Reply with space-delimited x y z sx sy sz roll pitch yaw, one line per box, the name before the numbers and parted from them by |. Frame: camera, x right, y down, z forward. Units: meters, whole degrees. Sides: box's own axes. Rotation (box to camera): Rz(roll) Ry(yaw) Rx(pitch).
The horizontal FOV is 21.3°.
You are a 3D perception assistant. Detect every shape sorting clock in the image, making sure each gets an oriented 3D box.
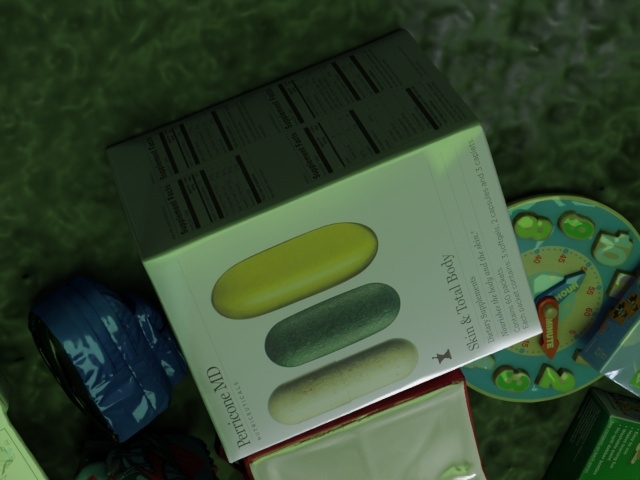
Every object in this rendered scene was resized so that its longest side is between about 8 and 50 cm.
shape sorting clock | 0.197 0.054 1.500 0.206 0.040 0.206 -7 118 -13

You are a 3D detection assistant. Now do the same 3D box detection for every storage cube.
storage cube | 0.024 0.169 1.423 0.215 0.193 0.184 -20 120 -6

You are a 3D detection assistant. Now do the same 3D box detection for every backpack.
backpack | -0.176 0.085 1.382 0.101 0.098 0.120 -40 113 -17

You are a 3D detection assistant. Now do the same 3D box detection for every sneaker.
sneaker | -0.139 0.225 1.365 0.125 0.262 0.104 11 96 -19

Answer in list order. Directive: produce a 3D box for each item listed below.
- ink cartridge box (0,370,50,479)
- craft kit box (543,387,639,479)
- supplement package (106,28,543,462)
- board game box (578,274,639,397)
ink cartridge box | -0.379 0.196 1.366 0.296 0.066 0.261 -29 107 1
craft kit box | 0.319 0.282 1.646 0.246 0.061 0.250 13 112 -24
supplement package | 0.000 0.000 1.325 0.262 0.198 0.199 -22 121 -3
board game box | 0.349 0.056 1.518 0.160 0.039 0.211 31 99 -37
